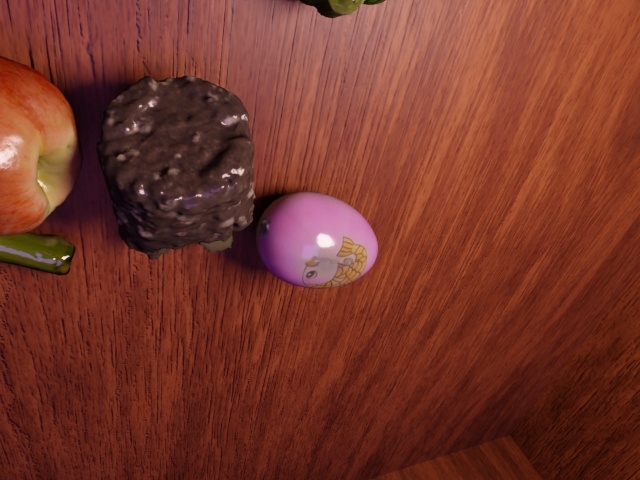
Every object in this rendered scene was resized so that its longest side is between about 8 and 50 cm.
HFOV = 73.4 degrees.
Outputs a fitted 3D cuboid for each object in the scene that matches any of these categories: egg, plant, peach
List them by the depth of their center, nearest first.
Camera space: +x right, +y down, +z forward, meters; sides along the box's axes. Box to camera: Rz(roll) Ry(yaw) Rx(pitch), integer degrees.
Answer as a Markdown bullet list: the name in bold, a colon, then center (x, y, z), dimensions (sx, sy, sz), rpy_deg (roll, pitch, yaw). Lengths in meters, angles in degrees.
- **peach**: center (-0.447, -0.124, 0.536), dimensions (0.257, 0.232, 0.232), rpy_deg (23, 118, -1)
- **plant**: center (-0.220, -0.087, 0.686), dimensions (0.215, 0.213, 0.312), rpy_deg (-12, 166, -17)
- **egg**: center (0.000, 0.000, 0.866), dimensions (0.271, 0.196, 0.196), rpy_deg (-4, 128, -38)

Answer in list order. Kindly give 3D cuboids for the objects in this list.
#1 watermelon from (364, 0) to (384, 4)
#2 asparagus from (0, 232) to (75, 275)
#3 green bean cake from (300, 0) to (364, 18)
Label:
- **watermelon**: center (0.090, -0.417, 0.661), dimensions (0.105, 0.062, 0.105), rpy_deg (-17, 135, -18)
- **asparagus**: center (-0.545, -0.006, 0.682), dimensions (0.278, 0.060, 0.067), rpy_deg (24, 132, -38)
- **green bean cake**: center (0.013, -0.425, 0.551), dimensions (0.200, 0.113, 0.214), rpy_deg (28, 108, -19)
